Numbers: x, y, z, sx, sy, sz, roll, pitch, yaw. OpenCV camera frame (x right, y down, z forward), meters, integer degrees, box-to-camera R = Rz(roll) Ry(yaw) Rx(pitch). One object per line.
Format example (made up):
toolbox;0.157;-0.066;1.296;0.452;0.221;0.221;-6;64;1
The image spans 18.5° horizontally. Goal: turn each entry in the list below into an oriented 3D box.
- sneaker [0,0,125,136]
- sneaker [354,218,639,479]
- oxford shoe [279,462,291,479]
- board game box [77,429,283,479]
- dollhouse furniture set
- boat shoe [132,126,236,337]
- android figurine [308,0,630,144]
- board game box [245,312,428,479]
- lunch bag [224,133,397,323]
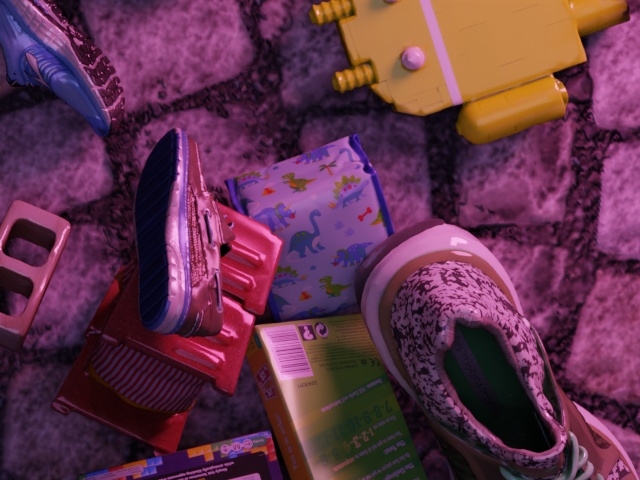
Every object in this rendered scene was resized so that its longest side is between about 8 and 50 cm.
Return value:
sneaker;-0.236;-0.152;1.723;0.073;0.063;0.162;-40;92;18
sneaker;0.173;0.182;1.693;0.158;0.182;0.410;-35;110;3
oxford shoe;-0.104;0.252;1.745;0.363;0.130;0.133;-5;75;-7
board game box;-0.107;0.248;1.655;0.170;0.048;0.141;-12;72;-10
dollhouse furniture set;-0.240;0.020;1.635;0.374;0.201;0.152;25;62;-6
boat shoe;-0.105;-0.002;1.543;0.066;0.066;0.183;20;55;-30
android figurine;0.128;-0.210;1.735;0.272;0.056;0.248;-17;96;-4
board game box;0.028;0.188;1.691;0.124;0.039;0.259;-5;62;-39
lunch bag;0.000;0.000;1.726;0.128;0.096;0.151;-20;123;-1
